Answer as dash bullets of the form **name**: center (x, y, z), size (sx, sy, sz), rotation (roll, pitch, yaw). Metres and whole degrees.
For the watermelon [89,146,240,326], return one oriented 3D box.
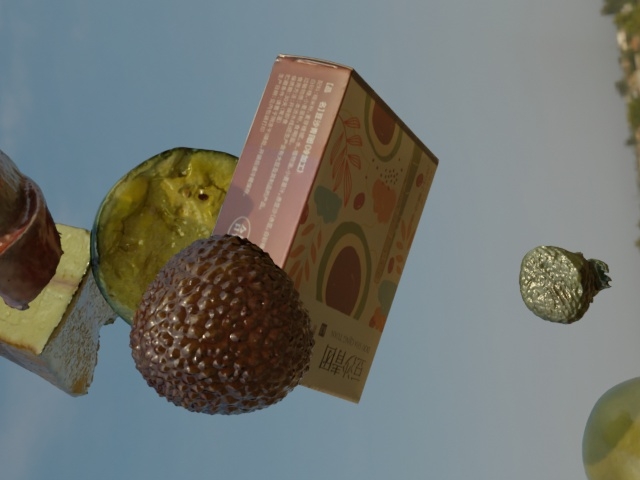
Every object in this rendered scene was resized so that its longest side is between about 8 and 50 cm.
- **watermelon**: center (-0.221, 0.011, 1.645), size (0.331, 0.189, 0.330), rotation (1, -92, -32)

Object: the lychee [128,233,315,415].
- **lychee**: center (-0.099, 0.093, 1.035), size (0.194, 0.195, 0.194), rotation (-8, -90, -72)

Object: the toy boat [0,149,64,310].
- **toy boat**: center (-0.374, -0.075, 1.049), size (0.282, 0.096, 0.206), rotation (57, -167, -38)

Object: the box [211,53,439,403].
- **box**: center (0.000, 0.000, 1.367), size (0.344, 0.122, 0.385), rotation (32, -105, -61)

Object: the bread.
- **bread**: center (-0.424, 0.148, 1.822), size (0.361, 0.245, 0.233), rotation (50, -123, -51)

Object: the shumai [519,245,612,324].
- **shumai**: center (0.249, 0.041, 1.042), size (0.083, 0.082, 0.080), rotation (49, -160, 17)

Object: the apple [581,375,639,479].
- **apple**: center (0.505, 0.321, 1.451), size (0.262, 0.263, 0.262), rotation (-8, -90, -72)
